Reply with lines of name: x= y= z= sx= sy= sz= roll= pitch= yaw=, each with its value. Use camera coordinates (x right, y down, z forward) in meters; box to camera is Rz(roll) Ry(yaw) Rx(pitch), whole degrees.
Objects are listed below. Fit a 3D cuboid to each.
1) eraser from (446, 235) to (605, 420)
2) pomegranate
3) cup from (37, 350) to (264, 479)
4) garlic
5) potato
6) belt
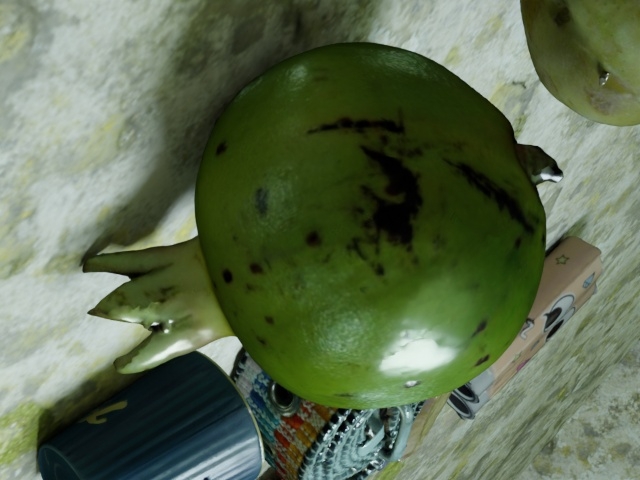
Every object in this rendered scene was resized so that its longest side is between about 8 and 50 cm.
eraser: x=0.301 y=0.132 z=1.914 sx=0.290 sy=0.087 sz=0.171 roll=-42 pitch=157 yaw=-17
pomegranate: x=0.000 y=0.000 z=0.905 sx=0.340 sy=0.260 sz=0.260 roll=-21 pitch=156 yaw=-1
cup: x=-0.157 y=0.190 z=1.102 sx=0.155 sy=0.131 sz=0.176 roll=-28 pitch=177 yaw=-33
garlic: x=0.100 y=0.209 z=1.637 sx=0.087 sy=0.101 sz=0.196 roll=-32 pitch=155 yaw=-46
potato: x=0.290 y=-0.223 z=1.139 sx=0.351 sy=0.202 sz=0.218 roll=-34 pitch=147 yaw=-65
belt: x=0.023 y=0.169 z=1.335 sx=0.207 sy=0.160 sz=0.295 roll=-35 pitch=155 yaw=-31
